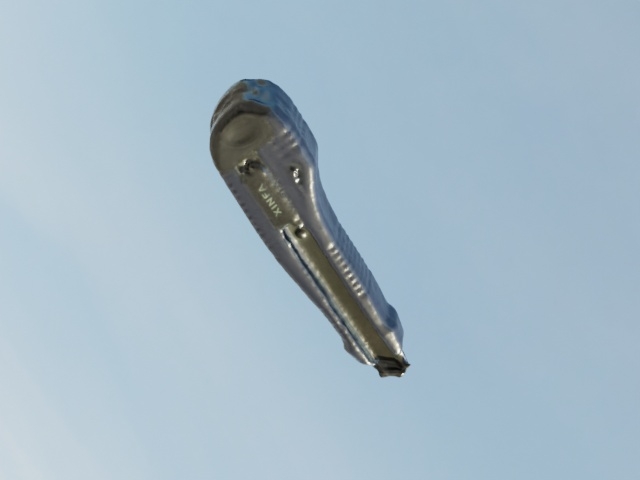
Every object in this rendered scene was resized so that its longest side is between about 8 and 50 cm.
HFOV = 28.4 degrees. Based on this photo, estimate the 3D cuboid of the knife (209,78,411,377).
[{"bbox_3d":[0.000,0.000,0.407,0.121,0.031,0.018,57,21,-32],"label":"knife"}]
